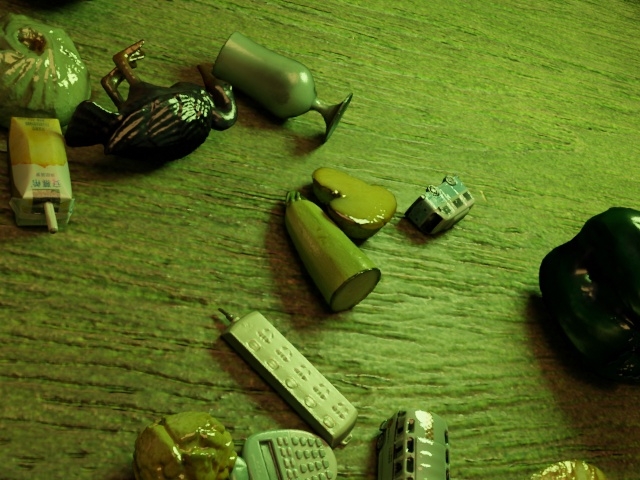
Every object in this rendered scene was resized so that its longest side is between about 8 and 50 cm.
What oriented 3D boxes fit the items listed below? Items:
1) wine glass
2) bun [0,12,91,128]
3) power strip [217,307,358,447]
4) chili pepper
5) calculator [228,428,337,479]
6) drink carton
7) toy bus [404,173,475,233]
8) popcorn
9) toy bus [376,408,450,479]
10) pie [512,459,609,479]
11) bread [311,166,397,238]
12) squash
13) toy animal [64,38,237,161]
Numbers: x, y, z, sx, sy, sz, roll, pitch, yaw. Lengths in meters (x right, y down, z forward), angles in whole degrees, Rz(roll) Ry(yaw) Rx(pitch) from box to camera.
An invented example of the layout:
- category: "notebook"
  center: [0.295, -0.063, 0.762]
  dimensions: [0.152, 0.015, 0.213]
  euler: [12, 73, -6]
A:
- category: "wine glass"
  center: [-0.067, -0.266, 1.441]
  dimensions: [0.231, 0.103, 0.103]
  euler: [29, 44, 2]
- category: "bun"
  center: [-0.429, -0.255, 1.219]
  dimensions: [0.195, 0.118, 0.195]
  euler: [14, 45, -15]
- category: "power strip"
  center: [-0.047, 0.174, 1.123]
  dimensions: [0.252, 0.027, 0.060]
  euler: [44, 45, 10]
- category: "chili pepper"
  center: [0.502, 0.086, 1.374]
  dimensions: [0.233, 0.248, 0.257]
  euler: [23, 32, -50]
- category: "calculator"
  center: [-0.047, 0.280, 1.037]
  dimensions: [0.153, 0.021, 0.095]
  euler: [-1, 53, -30]
- category: "drink carton"
  center: [-0.373, -0.073, 1.121]
  dimensions: [0.084, 0.074, 0.200]
  euler: [1, 54, -29]
- category: "toy bus"
  center: [0.209, -0.058, 1.445]
  dimensions: [0.075, 0.060, 0.123]
  euler: [49, 44, 11]
- category: "popcorn"
  center: [-0.159, 0.250, 0.949]
  dimensions: [0.106, 0.116, 0.121]
  euler: [17, 70, 21]
- category: "toy bus"
  center: [0.120, 0.301, 1.065]
  dimensions: [0.087, 0.089, 0.194]
  euler: [21, 45, -13]
- category: "pie"
  center: [0.338, 0.388, 1.115]
  dimensions: [0.205, 0.084, 0.179]
  euler: [4, 52, -29]
- category: "bread"
  center: [0.041, -0.056, 1.341]
  dimensions: [0.149, 0.065, 0.188]
  euler: [29, 27, 5]
- category: "squash"
  center: [0.000, 0.000, 1.273]
  dimensions: [0.094, 0.094, 0.224]
  euler: [-10, 51, -35]
- category: "toy animal"
  center: [-0.251, -0.200, 1.259]
  dimensions: [0.185, 0.122, 0.298]
  euler: [46, 38, -3]
